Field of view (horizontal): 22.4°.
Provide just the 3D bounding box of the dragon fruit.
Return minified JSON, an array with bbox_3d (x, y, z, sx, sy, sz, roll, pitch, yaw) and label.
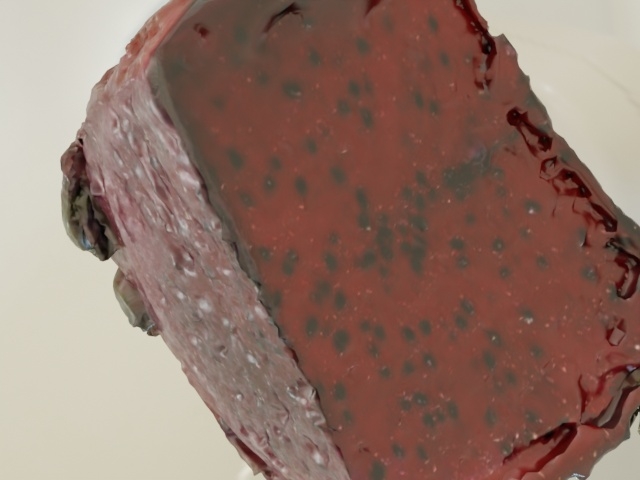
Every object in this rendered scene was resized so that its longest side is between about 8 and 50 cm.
[{"bbox_3d":[0.000,0.000,0.364,0.102,0.096,0.147,-38,-74,-31],"label":"dragon fruit"}]
